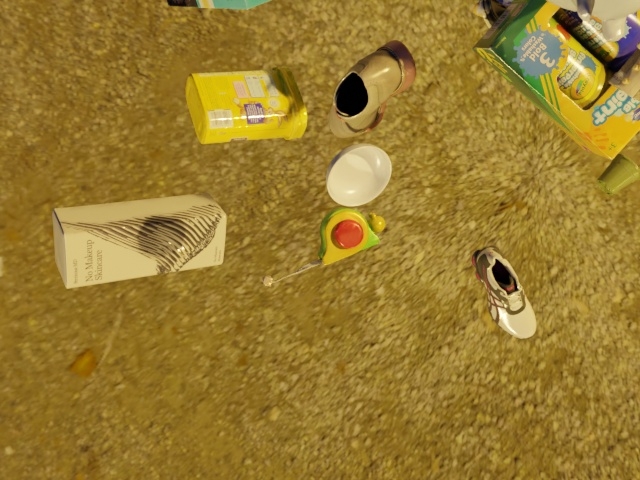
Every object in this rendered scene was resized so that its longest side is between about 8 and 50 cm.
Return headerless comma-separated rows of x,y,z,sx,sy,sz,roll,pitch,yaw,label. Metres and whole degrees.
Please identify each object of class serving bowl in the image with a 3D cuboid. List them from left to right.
0.042,-0.083,0.852,0.083,0.083,0.027,-50,40,15,serving bowl

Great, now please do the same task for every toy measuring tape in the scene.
0.000,0.000,1.698,0.330,0.121,0.121,-22,88,-9,toy measuring tape

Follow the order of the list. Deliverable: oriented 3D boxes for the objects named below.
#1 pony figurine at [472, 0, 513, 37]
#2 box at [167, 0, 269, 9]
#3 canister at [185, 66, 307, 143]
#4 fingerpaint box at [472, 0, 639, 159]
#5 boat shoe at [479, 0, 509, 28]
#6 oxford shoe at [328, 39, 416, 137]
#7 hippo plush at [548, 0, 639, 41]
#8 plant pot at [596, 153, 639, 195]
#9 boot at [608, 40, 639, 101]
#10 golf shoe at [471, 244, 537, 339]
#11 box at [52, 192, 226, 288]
0.560,-0.517,1.803,0.303,0.351,0.363,-39,74,-4,pony figurine
-0.170,-0.416,1.092,0.244,0.060,0.100,22,136,47,box
-0.122,-0.220,1.152,0.073,0.170,0.126,121,135,-55,canister
0.620,-0.463,1.506,0.371,0.163,0.445,39,101,-12,fingerpaint box
0.445,-0.527,1.665,0.079,0.233,0.084,-20,73,38,boat shoe
0.075,-0.334,1.667,0.147,0.397,0.140,-30,84,-22,oxford shoe
0.336,-0.391,0.884,0.294,0.237,0.234,42,120,49,hippo plush
0.707,-0.152,1.695,0.079,0.083,0.083,-41,83,-1,plant pot
0.562,-0.353,1.204,0.262,0.095,0.203,38,118,-7,boot
0.476,0.143,1.815,0.105,0.120,0.272,-30,96,0,golf shoe
-0.306,-0.004,1.213,0.094,0.275,0.113,46,137,47,box
